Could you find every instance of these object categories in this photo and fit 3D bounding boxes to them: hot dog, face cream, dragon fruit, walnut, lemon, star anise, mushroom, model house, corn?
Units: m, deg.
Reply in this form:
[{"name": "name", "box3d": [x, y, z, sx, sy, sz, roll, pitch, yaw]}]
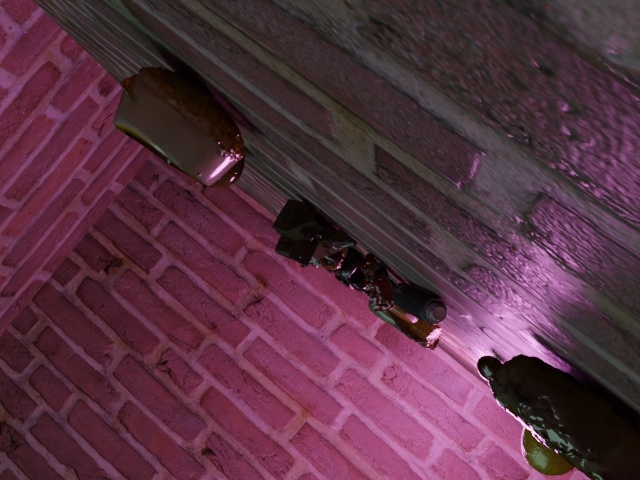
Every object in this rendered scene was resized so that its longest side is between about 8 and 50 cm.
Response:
[{"name": "hot dog", "box3d": [-0.015, 0.018, 2.052, 0.213, 0.146, 0.103, 25, -160, 26]}, {"name": "face cream", "box3d": [0.267, 0.171, 1.715, 0.073, 0.073, 0.283, 40, 177, -11]}, {"name": "dragon fruit", "box3d": [0.191, 0.113, 1.885, 0.092, 0.122, 0.192, -1, 127, 44]}, {"name": "walnut", "box3d": [-0.305, -0.234, 1.822, 0.167, 0.167, 0.207, 42, 178, -38]}, {"name": "lemon", "box3d": [0.676, 0.587, 1.857, 0.180, 0.180, 0.193, 36, 150, 46]}, {"name": "star anise", "box3d": [0.078, 0.083, 2.221, 0.331, 0.118, 0.332, 34, 174, 4]}, {"name": "mushroom", "box3d": [0.527, 0.398, 1.958, 0.088, 0.073, 0.129, 4, 164, 23]}, {"name": "model house", "box3d": [0.000, 0.000, 1.857, 0.248, 0.176, 0.181, 14, 160, 40]}, {"name": "corn", "box3d": [0.315, 0.293, 2.381, 0.305, 0.122, 0.123, 36, 162, 27]}]

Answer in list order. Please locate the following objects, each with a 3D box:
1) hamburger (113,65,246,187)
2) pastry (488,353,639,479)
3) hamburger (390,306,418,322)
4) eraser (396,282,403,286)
[{"name": "hamburger", "box3d": [-0.294, -0.249, 1.354, 0.294, 0.179, 0.276, 34, 179, 14]}, {"name": "pastry", "box3d": [0.462, 0.330, 1.188, 0.329, 0.136, 0.329, 40, 178, 1]}, {"name": "hamburger", "box3d": [0.278, 0.221, 2.211, 0.138, 0.083, 0.147, 42, 172, -40]}, {"name": "eraser", "box3d": [0.252, 0.147, 1.966, 0.019, 0.027, 0.099, 32, 178, -7]}]
